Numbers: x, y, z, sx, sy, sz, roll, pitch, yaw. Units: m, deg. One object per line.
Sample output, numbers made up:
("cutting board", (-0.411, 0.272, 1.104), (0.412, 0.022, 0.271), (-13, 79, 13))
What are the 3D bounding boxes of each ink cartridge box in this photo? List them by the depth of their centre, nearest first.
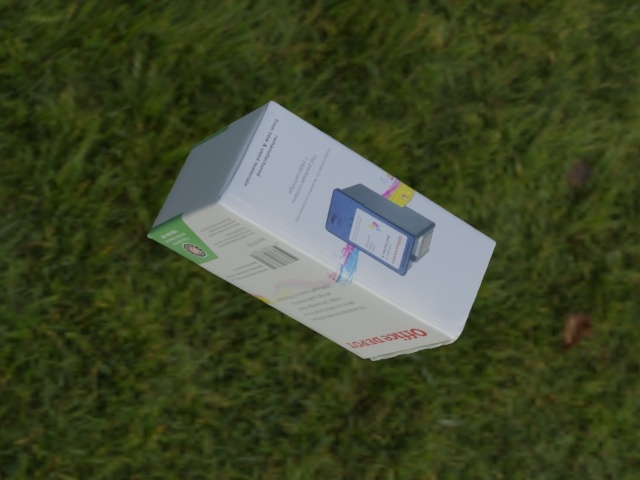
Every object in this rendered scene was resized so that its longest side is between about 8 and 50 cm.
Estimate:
("ink cartridge box", (0.000, 0.000, 1.137), (0.212, 0.154, 0.093), (32, 68, -17))
